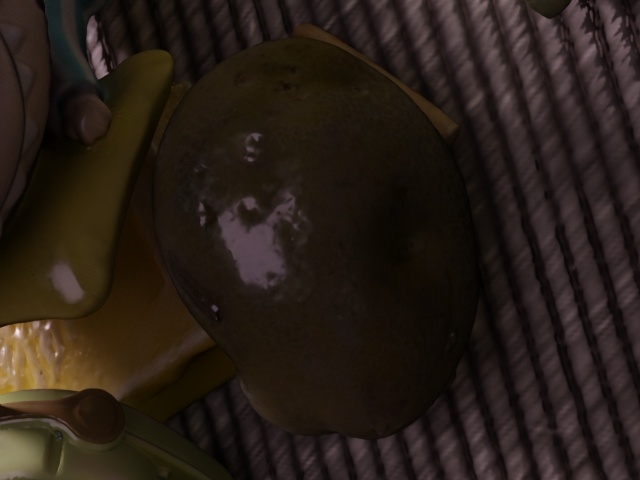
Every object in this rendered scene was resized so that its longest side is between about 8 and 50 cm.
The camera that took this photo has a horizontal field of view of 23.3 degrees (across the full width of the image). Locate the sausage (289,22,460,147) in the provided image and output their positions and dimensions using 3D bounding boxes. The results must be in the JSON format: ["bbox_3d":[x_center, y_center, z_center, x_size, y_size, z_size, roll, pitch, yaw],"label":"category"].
[{"bbox_3d":[0.031,-0.098,0.959,0.132,0.024,0.024,38,109,24],"label":"sausage"}]

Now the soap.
[{"bbox_3d":[-0.179,0.050,1.050,0.315,0.091,0.199,-33,73,26],"label":"soap"}]

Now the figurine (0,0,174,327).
[{"bbox_3d":[-0.287,-0.151,0.868,0.266,0.378,0.361,-24,47,26],"label":"figurine"}]

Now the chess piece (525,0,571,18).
[{"bbox_3d":[0.181,-0.248,0.811,0.251,0.144,0.144,-35,73,21],"label":"chess piece"}]

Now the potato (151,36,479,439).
[{"bbox_3d":[0.000,0.000,0.888,0.178,0.160,0.235,-14,80,2],"label":"potato"}]

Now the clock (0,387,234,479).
[{"bbox_3d":[-0.176,0.159,0.972,0.170,0.232,0.069,-29,40,27],"label":"clock"}]
